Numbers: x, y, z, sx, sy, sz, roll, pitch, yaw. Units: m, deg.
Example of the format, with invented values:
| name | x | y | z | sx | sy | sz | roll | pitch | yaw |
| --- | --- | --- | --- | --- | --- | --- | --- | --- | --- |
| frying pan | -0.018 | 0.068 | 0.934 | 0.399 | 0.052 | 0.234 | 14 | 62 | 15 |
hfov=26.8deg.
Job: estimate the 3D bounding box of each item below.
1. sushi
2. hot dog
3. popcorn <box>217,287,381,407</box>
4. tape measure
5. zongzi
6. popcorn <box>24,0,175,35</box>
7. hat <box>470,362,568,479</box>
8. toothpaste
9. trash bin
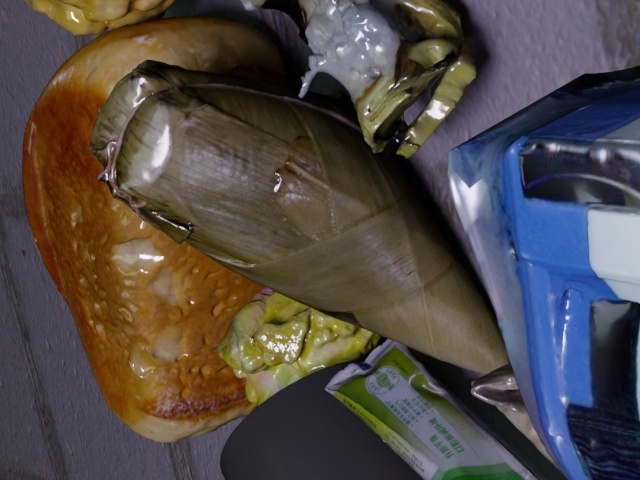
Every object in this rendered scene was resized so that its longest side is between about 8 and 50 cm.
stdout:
| name | x | y | z | sx | sy | sz | roll | pitch | yaw |
| --- | --- | --- | --- | --- | --- | --- | --- | --- | --- |
| sushi | 0.004 | -0.178 | 0.993 | 0.291 | 0.131 | 0.139 | 54 | 131 | 23 |
| hot dog | -0.152 | -0.025 | 1.248 | 0.223 | 0.185 | 0.405 | 30 | 129 | 44 |
| popcorn | -0.017 | 0.088 | 1.163 | 0.126 | 0.125 | 0.145 | 37 | 149 | -8 |
| tape measure | 0.222 | 0.032 | 0.660 | 0.138 | 0.259 | 0.262 | -2 | 105 | 57 |
| zongzi | 0.000 | 0.000 | 0.983 | 0.300 | 0.274 | 0.145 | 48 | 111 | 26 |
| popcorn | -0.210 | -0.306 | 1.205 | 0.250 | 0.190 | 0.250 | 45 | 151 | 33 |
| hat | 0.212 | 0.112 | 0.904 | 0.166 | 0.173 | 0.144 | 53 | -166 | -14 |
| toothpaste | 0.099 | 0.156 | 0.983 | 0.248 | 0.078 | 0.047 | 42 | 163 | 41 |
| trash bin | 0.069 | 0.274 | 1.059 | 0.334 | 0.214 | 0.214 | 60 | 146 | 31 |
